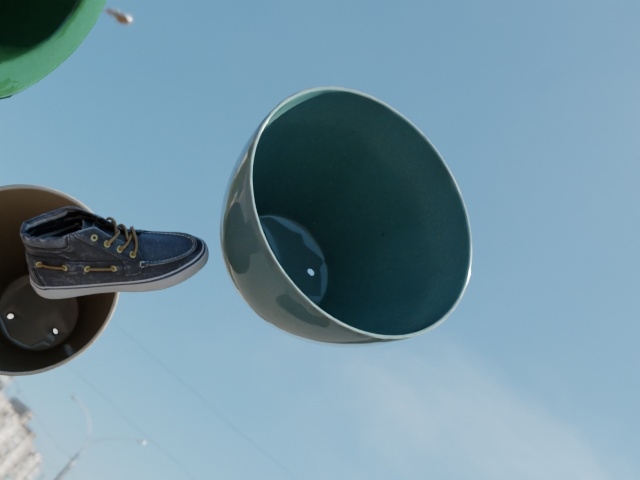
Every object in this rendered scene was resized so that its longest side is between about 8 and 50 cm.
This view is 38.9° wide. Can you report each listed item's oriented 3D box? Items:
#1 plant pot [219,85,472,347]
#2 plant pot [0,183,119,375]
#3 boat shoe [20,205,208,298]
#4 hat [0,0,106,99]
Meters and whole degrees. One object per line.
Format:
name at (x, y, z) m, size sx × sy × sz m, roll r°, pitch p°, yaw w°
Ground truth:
plant pot at (0.000, 0.000, 1.038) m, size 0.290 × 0.290 × 0.195 m, roll 44°, pitch -40°, yaw -10°
plant pot at (-0.422, 0.082, 1.316) m, size 0.256 × 0.256 × 0.274 m, roll 40°, pitch -19°, yaw -1°
boat shoe at (-0.206, 0.006, 0.916) m, size 0.065 × 0.183 × 0.083 m, roll -110°, pitch -166°, yaw -45°
hat at (-0.218, -0.169, 0.446) m, size 0.183 × 0.173 × 0.208 m, roll 24°, pitch -53°, yaw 26°
